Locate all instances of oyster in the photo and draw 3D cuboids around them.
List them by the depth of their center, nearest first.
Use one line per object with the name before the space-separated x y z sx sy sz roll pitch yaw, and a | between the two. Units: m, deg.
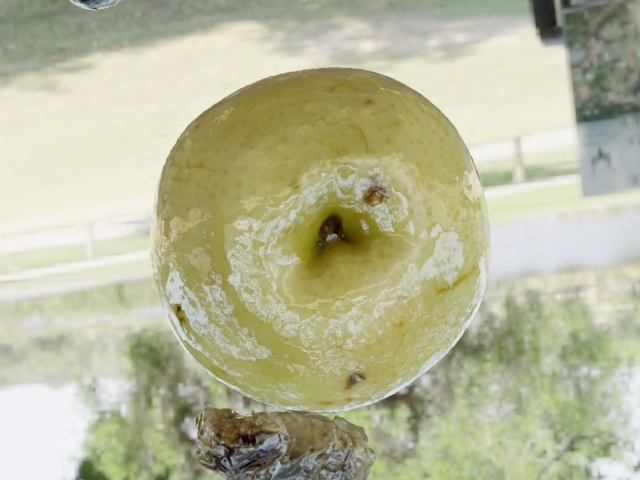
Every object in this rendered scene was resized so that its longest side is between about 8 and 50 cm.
oyster | -0.052 0.280 1.584 0.232 0.162 0.107 26 -179 -8

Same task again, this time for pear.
pear | 0.000 0.000 1.091 0.309 0.309 0.309 -5 176 0

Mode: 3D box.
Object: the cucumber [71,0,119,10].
cucumber | -0.243 -0.302 1.422 0.069 0.069 0.227 -5 -163 7
